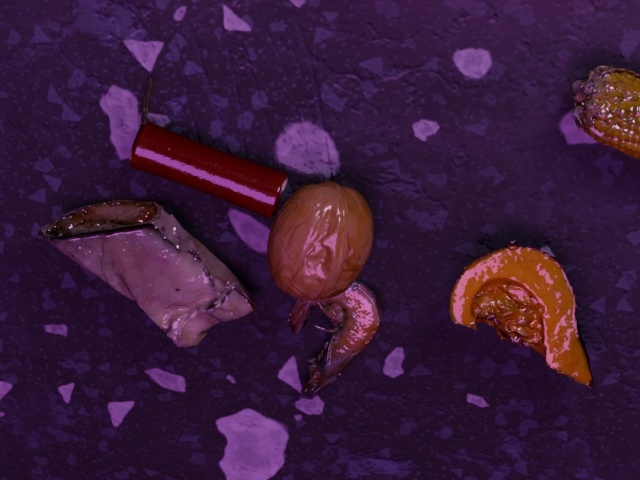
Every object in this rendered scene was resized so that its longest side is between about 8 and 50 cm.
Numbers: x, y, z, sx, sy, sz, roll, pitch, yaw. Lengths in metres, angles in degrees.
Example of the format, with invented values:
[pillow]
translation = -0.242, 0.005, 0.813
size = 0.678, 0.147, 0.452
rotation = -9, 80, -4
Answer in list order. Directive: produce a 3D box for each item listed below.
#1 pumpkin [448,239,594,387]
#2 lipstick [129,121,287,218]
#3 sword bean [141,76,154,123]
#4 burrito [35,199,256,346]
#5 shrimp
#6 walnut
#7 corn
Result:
[pumpkin]
translation = 0.341, 0.091, 1.907
size = 0.278, 0.111, 0.163
rotation = 27, 107, -6
[lipstick]
translation = -0.172, -0.108, 1.864
size = 0.241, 0.080, 0.080
rotation = 20, 124, -3
[sword bean]
translation = -0.266, -0.212, 1.852
size = 0.012, 0.012, 0.083
rotation = 16, 124, -1
[burrito]
translation = -0.269, 0.034, 1.961
size = 0.348, 0.107, 0.175
rotation = 40, 105, -18
[shrimp]
translation = 0.007, 0.160, 2.032
size = 0.143, 0.052, 0.251
rotation = 31, 115, 1
[walnut]
translation = 0.000, 0.000, 1.864
size = 0.159, 0.159, 0.206
rotation = 17, 124, -2
[corn]
translation = 0.495, -0.150, 1.709
size = 0.318, 0.115, 0.115
rotation = 22, 124, -6
